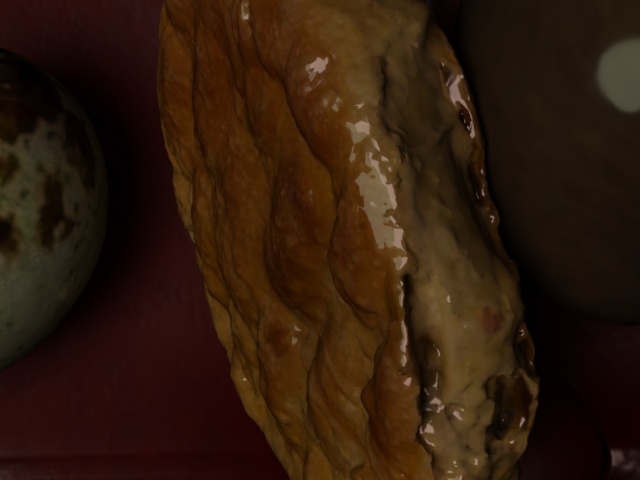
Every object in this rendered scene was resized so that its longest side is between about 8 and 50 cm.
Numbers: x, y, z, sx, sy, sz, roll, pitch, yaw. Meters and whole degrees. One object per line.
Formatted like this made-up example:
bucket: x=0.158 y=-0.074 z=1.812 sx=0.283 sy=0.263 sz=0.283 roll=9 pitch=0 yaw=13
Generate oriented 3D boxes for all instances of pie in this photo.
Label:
pie: x=0.000 y=0.000 z=0.782 sx=0.339 sy=0.083 sz=0.340 roll=164 pitch=90 yaw=-72

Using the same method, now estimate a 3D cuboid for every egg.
egg: x=-0.214 y=-0.007 z=0.938 sx=0.169 sy=0.169 sz=0.231 roll=36 pitch=122 yaw=18

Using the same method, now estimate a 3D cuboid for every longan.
longan: x=0.165 y=-0.076 z=0.704 sx=0.248 sy=0.248 sz=0.248 roll=4 pitch=99 yaw=26
